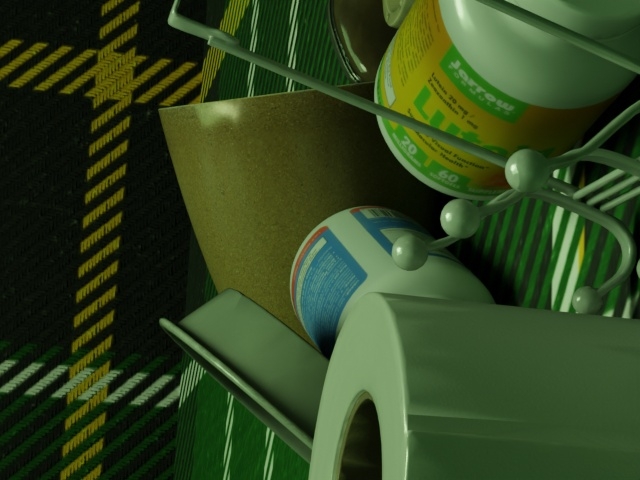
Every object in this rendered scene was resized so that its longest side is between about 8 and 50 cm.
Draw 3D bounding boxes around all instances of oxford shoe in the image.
[{"bbox_3d":[0.056,-0.238,1.739,0.096,0.083,0.227,132,142,-64],"label":"oxford shoe"}]

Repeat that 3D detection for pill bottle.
[{"bbox_3d":[0.126,-0.127,1.178,0.246,0.136,0.136,123,151,-67],"label":"pill bottle"},{"bbox_3d":[0.060,0.061,1.418,0.221,0.124,0.124,-129,46,-68],"label":"pill bottle"}]

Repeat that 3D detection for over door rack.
[{"bbox_3d":[0.059,-0.071,1.027,0.108,0.324,0.239,-58,5,-16],"label":"over door rack"}]

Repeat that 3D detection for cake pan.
[{"bbox_3d":[0.013,0.134,1.343,0.054,0.293,0.293,-49,9,-6],"label":"cake pan"}]

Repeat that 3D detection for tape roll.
[{"bbox_3d":[0.096,0.157,1.086,0.246,0.169,0.246,-173,90,-78],"label":"tape roll"}]

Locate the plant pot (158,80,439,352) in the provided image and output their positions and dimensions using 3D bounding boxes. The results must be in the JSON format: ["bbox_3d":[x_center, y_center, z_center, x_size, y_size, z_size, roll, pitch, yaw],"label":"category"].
[{"bbox_3d":[0.000,0.000,1.604,0.237,0.237,0.254,-171,73,-79],"label":"plant pot"}]

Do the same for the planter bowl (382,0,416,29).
[{"bbox_3d":[0.106,-0.194,1.388,0.162,0.109,0.162,-174,90,-78],"label":"planter bowl"}]
